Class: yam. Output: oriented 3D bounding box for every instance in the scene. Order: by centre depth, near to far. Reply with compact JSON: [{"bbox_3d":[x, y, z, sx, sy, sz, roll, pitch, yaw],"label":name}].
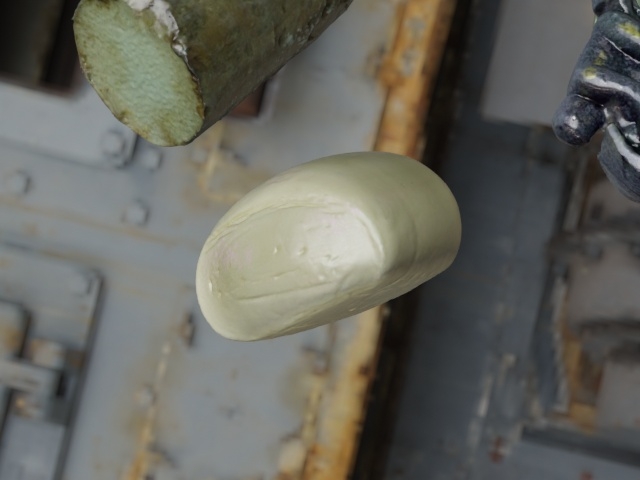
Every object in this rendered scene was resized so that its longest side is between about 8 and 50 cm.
[{"bbox_3d":[-0.053,-0.149,1.103,0.194,0.107,0.107,-43,-16,-37],"label":"yam"}]

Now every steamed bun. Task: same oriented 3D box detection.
[{"bbox_3d":[0.000,0.000,1.768,0.250,0.200,0.155,-29,80,38],"label":"steamed bun"}]

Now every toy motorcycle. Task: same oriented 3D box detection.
[{"bbox_3d":[0.190,-0.089,1.027,0.061,0.124,0.193,89,174,-66],"label":"toy motorcycle"}]

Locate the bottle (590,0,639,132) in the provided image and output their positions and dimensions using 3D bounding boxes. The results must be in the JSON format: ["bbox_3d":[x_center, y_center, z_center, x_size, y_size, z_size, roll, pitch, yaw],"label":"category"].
[{"bbox_3d":[0.420,-0.154,1.572,0.168,0.347,0.168,6,-90,-68],"label":"bottle"}]
